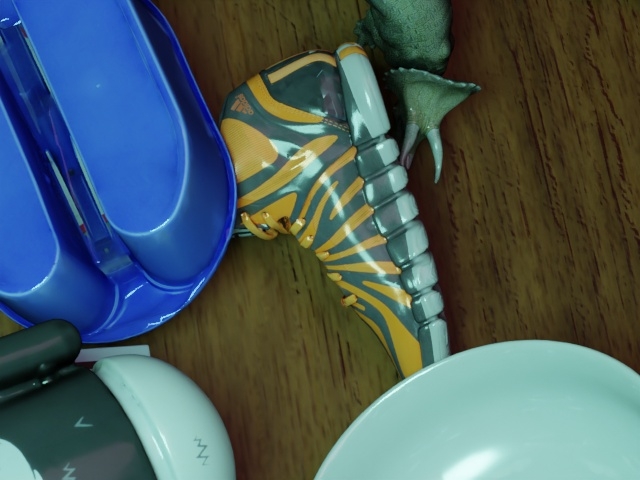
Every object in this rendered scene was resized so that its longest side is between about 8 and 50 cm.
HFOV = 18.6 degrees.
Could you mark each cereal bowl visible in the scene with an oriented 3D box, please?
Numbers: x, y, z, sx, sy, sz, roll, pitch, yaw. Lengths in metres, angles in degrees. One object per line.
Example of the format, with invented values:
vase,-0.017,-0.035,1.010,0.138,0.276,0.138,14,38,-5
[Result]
cereal bowl,0.156,0.253,1.565,0.339,0.141,0.339,-17,48,20

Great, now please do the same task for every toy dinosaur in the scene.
toy dinosaur,0.073,-0.226,1.771,0.121,0.313,0.160,-21,29,-8

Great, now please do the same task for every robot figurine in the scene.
robot figurine,-0.199,0.191,1.440,0.278,0.209,0.173,-23,51,-21

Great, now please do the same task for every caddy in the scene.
caddy,-0.214,-0.082,1.630,0.241,0.179,0.341,-25,75,3

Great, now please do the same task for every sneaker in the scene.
sneaker,0.000,0.000,1.713,0.180,0.124,0.321,-18,90,2

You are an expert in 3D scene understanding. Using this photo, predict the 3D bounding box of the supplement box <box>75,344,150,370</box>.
supplement box,-0.189,0.210,1.568,0.130,0.073,0.239,-2,67,-17
